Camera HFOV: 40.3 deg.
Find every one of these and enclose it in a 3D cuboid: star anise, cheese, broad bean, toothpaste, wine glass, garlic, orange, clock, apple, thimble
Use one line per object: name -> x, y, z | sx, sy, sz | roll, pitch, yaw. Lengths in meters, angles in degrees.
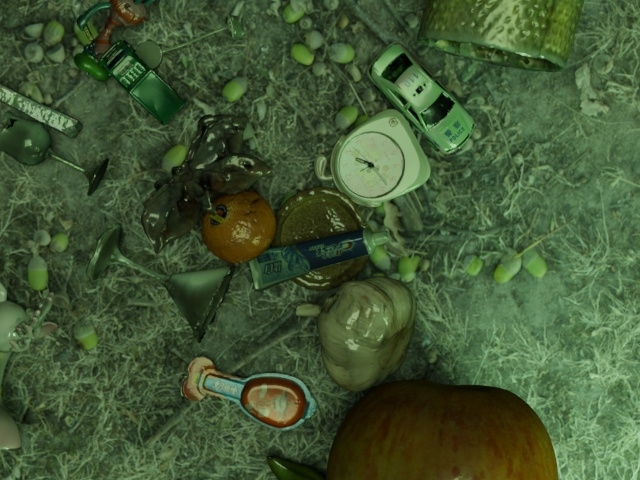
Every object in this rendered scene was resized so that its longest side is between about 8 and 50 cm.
star anise -> -0.208, -0.110, 1.500 | 0.257, 0.198, 0.110 | -39, 130, 2
cheese -> -0.131, 0.283, 1.613 | 0.256, 0.037, 0.106 | 16, 92, -5
broad bean -> 0.032, 0.492, 1.619 | 0.325, 0.075, 0.067 | 36, 91, -4
toothpaste -> -0.005, 0.024, 1.558 | 0.268, 0.047, 0.069 | -15, 119, 18
wine glass -> -0.283, 0.065, 1.541 | 0.232, 0.156, 0.156 | 25, 93, 1
garlic -> 0.051, 0.144, 1.556 | 0.212, 0.218, 0.219 | 24, 94, 30
wine glass -> -0.479, -0.155, 1.542 | 0.195, 0.079, 0.079 | 26, 93, -6
orange -> -0.141, -0.023, 1.546 | 0.117, 0.135, 0.136 | 30, 93, -38
clock -> 0.090, -0.137, 1.578 | 0.191, 0.062, 0.151 | -28, 96, 0
apple -> 0.205, 0.391, 1.474 | 0.400, 0.400, 0.334 | 17, 69, -4
thimble -> 0.304, -0.383, 1.471 | 0.270, 0.271, 0.150 | 12, 98, -4

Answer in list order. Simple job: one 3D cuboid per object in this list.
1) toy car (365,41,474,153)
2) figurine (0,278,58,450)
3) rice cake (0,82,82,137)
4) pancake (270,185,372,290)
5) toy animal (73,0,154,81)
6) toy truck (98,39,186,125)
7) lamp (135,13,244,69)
toy car -> 0.184, -0.254, 1.567 | 0.090, 0.076, 0.224 | -45, 95, 0
figurine -> -0.550, 0.191, 1.480 | 0.206, 0.284, 0.316 | 8, 83, -5
rice cake -> -0.525, -0.243, 1.551 | 0.211, 0.043, 0.034 | 27, 86, -5
pancake -> 0.000, 0.000, 1.582 | 0.199, 0.021, 0.199 | 3, 108, 9
toy animal -> -0.359, -0.382, 1.519 | 0.208, 0.100, 0.103 | -48, 134, 14
toy truck -> -0.312, -0.276, 1.516 | 0.065, 0.079, 0.147 | -45, 135, 1
lamp -> -0.235, -0.355, 1.567 | 0.198, 0.056, 0.050 | -16, 96, 10
